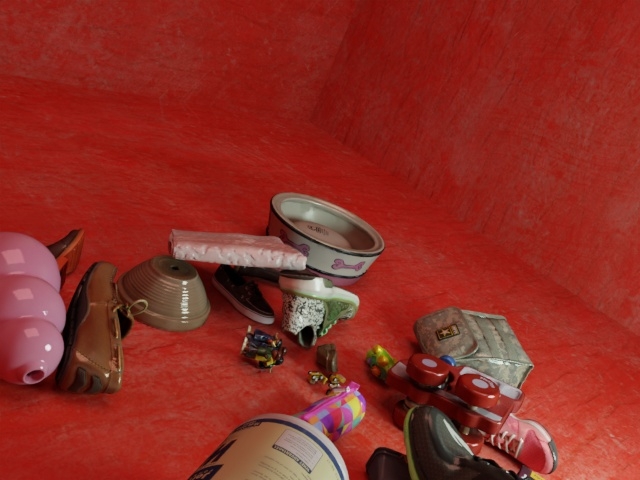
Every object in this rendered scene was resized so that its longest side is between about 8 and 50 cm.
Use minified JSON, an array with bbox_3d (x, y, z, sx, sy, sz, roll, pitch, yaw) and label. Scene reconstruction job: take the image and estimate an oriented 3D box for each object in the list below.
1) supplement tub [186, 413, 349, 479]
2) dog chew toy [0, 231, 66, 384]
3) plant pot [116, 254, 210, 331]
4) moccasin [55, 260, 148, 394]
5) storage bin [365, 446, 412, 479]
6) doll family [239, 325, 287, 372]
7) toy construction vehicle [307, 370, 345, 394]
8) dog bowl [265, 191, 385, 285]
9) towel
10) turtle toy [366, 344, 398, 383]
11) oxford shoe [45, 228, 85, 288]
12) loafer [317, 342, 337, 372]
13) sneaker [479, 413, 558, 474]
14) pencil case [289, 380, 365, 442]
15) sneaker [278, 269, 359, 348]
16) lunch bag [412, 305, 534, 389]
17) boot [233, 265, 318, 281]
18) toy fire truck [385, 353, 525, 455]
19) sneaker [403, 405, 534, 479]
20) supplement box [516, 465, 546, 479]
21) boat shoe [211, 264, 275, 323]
[{"bbox_3d":[-0.108,0.431,1.073,0.235,0.235,0.325,28,21,11],"label":"supplement tub"},{"bbox_3d":[-0.579,0.134,1.355,0.207,0.206,0.332,5,35,-41],"label":"dog chew toy"},{"bbox_3d":[-0.373,0.111,1.751,0.237,0.109,0.237,22,20,-8],"label":"plant pot"},{"bbox_3d":[-0.446,0.171,1.481,0.147,0.139,0.380,20,19,-23],"label":"moccasin"},{"bbox_3d":[0.162,0.490,1.444,0.135,0.098,0.091,22,31,-5],"label":"storage bin"},{"bbox_3d":[-0.130,0.257,1.711,0.111,0.076,0.193,18,18,-4],"label":"doll family"},{"bbox_3d":[0.025,0.349,1.721,0.098,0.035,0.086,10,13,-39],"label":"toy construction vehicle"},{"bbox_3d":[0.000,0.000,2.376,0.408,0.150,0.408,21,21,-9],"label":"dog bowl"},{"bbox_3d":[-0.230,0.019,1.873,0.332,0.053,0.317,5,7,-15],"label":"towel"},{"bbox_3d":[0.159,0.323,1.873,0.095,0.066,0.130,41,9,-27],"label":"turtle toy"},{"bbox_3d":[-0.627,0.033,1.687,0.098,0.097,0.271,15,21,-7],"label":"oxford shoe"},{"bbox_3d":[0.016,0.296,1.797,0.050,0.056,0.148,-2,4,-2],"label":"loafer"},{"bbox_3d":[0.447,0.480,1.790,0.136,0.116,0.314,-8,31,-33],"label":"sneaker"},{"bbox_3d":[0.009,0.381,1.524,0.104,0.104,0.236,32,23,21],"label":"pencil case"},{"bbox_3d":[-0.021,0.197,1.901,0.158,0.182,0.410,12,-9,24],"label":"sneaker"},{"bbox_3d":[0.419,0.314,2.049,0.287,0.169,0.235,11,26,-13],"label":"lunch bag"},{"bbox_3d":[-0.126,0.087,2.103,0.207,0.090,0.248,27,17,13],"label":"boot"},{"bbox_3d":[0.324,0.368,1.744,0.302,0.169,0.254,21,19,25],"label":"toy fire truck"},{"bbox_3d":[0.350,0.494,1.361,0.483,0.202,0.185,48,28,19],"label":"sneaker"},{"bbox_3d":[0.444,0.580,1.536,0.104,0.081,0.188,31,21,18],"label":"supplement box"},{"bbox_3d":[-0.201,0.135,1.924,0.228,0.076,0.080,37,24,32],"label":"boat shoe"}]
